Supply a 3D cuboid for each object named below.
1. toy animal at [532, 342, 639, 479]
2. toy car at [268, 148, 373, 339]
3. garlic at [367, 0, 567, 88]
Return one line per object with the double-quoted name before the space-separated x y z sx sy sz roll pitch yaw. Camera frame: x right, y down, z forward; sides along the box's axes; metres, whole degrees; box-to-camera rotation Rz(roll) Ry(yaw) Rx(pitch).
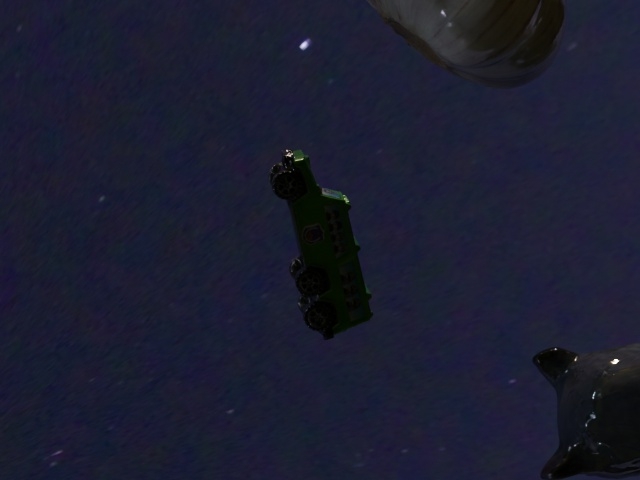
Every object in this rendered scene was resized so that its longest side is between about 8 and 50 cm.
"toy animal" 0.189 0.057 0.591 0.210 0.117 0.121 -10 -117 5
"toy car" 0.000 0.000 1.282 0.062 0.071 0.165 -14 -80 -3
"garlic" 0.186 -0.287 1.566 0.253 0.245 0.245 -42 -85 1
